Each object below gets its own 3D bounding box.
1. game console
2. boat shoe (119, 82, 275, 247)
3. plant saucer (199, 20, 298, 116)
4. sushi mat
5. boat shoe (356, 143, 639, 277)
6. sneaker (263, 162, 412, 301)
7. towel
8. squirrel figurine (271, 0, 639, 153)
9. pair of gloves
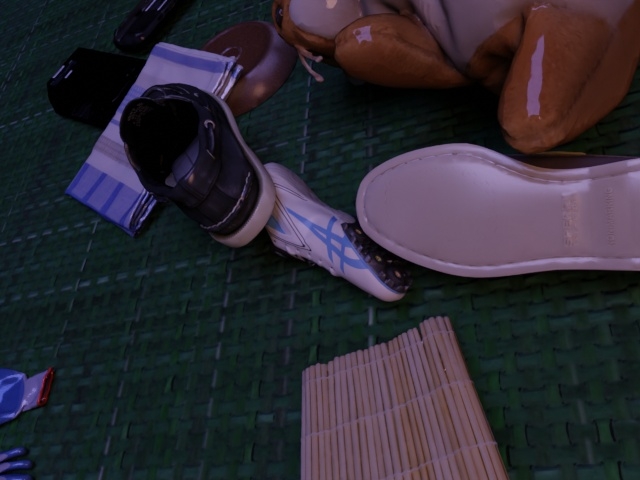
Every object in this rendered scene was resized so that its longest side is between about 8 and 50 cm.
[{"bbox_3d":[-0.329,-0.356,1.055,0.213,0.044,0.361,22,71,35],"label":"game console"},{"bbox_3d":[-0.172,-0.117,0.681,0.127,0.113,0.340,-48,45,13],"label":"boat shoe"},{"bbox_3d":[-0.129,-0.268,0.894,0.199,0.036,0.198,-13,54,19],"label":"plant saucer"},{"bbox_3d":[0.052,0.166,0.422,0.152,0.019,0.316,-26,23,11],"label":"sushi mat"},{"bbox_3d":[0.191,-0.026,0.521,0.325,0.097,0.116,1,91,30],"label":"boat shoe"},{"bbox_3d":[0.000,0.000,0.624,0.237,0.085,0.086,38,107,37],"label":"sneaker"},{"bbox_3d":[-0.250,-0.159,0.858,0.209,0.034,0.284,26,83,38],"label":"towel"},{"bbox_3d":[0.153,-0.271,0.631,0.397,0.280,0.371,-28,20,-31],"label":"squirrel figurine"},{"bbox_3d":[-0.393,0.239,0.698,0.160,0.023,0.198,-16,52,18],"label":"pair of gloves"}]
